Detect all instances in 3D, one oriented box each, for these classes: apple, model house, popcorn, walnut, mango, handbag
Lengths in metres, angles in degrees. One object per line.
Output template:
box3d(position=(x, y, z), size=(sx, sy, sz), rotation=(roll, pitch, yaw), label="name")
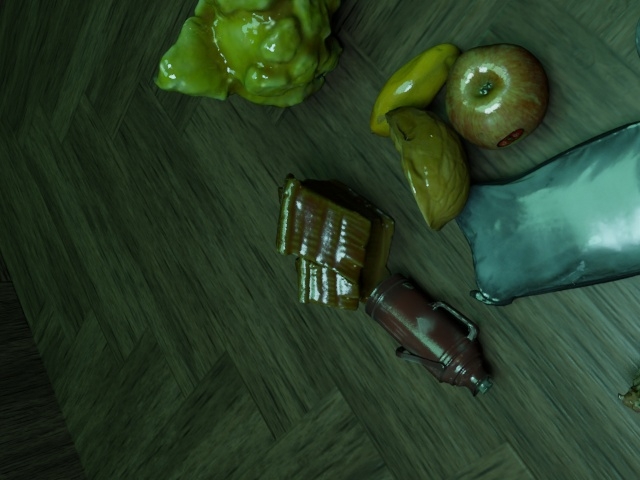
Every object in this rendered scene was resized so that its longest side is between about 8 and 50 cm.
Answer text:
box3d(position=(0.247, -0.207, 0.757), size=(0.146, 0.131, 0.146), rotation=(1, 92, 38), label="apple")
box3d(position=(0.001, 0.000, 0.933), size=(0.219, 0.229, 0.199), rotation=(27, 105, 37), label="model house")
box3d(position=(-0.125, -0.397, 0.943), size=(0.326, 0.321, 0.290), rotation=(50, 126, 4), label="popcorn")
box3d(position=(0.172, -0.117, 0.786), size=(0.087, 0.167, 0.211), rotation=(-24, 54, 18), label="walnut")
box3d(position=(0.148, -0.241, 0.863), size=(0.190, 0.098, 0.075), rotation=(-43, 76, 29), label="mango")
box3d(position=(0.339, -0.026, 0.738), size=(0.332, 0.075, 0.192), rotation=(-22, 83, 37), label="handbag")

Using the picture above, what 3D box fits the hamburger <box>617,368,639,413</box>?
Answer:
box3d(position=(0.497, 0.121, 0.561), size=(0.245, 0.155, 0.282), rotation=(25, 115, 29), label="hamburger")

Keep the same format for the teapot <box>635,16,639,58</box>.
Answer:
box3d(position=(0.438, -0.215, 0.606), size=(0.111, 0.108, 0.149), rotation=(-26, 73, 38), label="teapot")

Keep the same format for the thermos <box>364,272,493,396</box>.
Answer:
box3d(position=(0.186, 0.156, 0.866), size=(0.232, 0.099, 0.124), rotation=(42, 118, 32), label="thermos")
